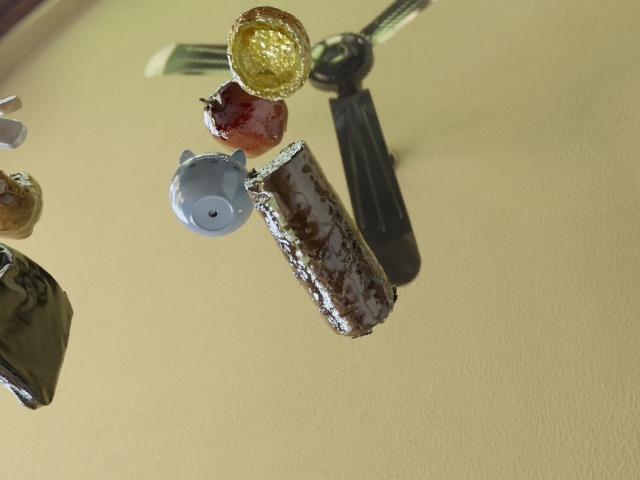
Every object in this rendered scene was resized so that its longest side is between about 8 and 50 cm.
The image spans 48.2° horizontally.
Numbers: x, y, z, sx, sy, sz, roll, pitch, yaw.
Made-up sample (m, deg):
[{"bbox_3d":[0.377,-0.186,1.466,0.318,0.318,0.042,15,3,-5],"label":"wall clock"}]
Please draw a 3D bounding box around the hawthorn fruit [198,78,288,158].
[{"bbox_3d":[-0.209,-0.332,1.896,0.215,0.250,0.215,-36,-139,38],"label":"hawthorn fruit"}]

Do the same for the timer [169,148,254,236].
[{"bbox_3d":[-0.206,-0.093,1.364,0.175,0.175,0.255,-32,-167,-3],"label":"timer"}]

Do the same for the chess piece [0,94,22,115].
[{"bbox_3d":[-0.917,-0.395,2.093,0.084,0.038,0.083,-14,-149,8],"label":"chess piece"}]

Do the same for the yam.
[{"bbox_3d":[-0.001,0.001,1.035,0.131,0.279,0.131,-29,-162,10],"label":"yam"}]

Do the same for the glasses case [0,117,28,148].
[{"bbox_3d":[-0.811,-0.267,1.767,0.193,0.049,0.074,8,-114,18],"label":"glasses case"}]

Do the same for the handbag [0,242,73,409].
[{"bbox_3d":[-0.497,0.130,1.178,0.075,0.191,0.332,-37,-152,7],"label":"handbag"}]

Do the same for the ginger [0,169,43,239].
[{"bbox_3d":[-0.765,-0.086,1.742,0.165,0.321,0.172,-1,-87,-9],"label":"ginger"}]

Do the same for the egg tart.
[{"bbox_3d":[-0.108,-0.419,1.590,0.213,0.212,0.090,4,-148,22],"label":"egg tart"}]
